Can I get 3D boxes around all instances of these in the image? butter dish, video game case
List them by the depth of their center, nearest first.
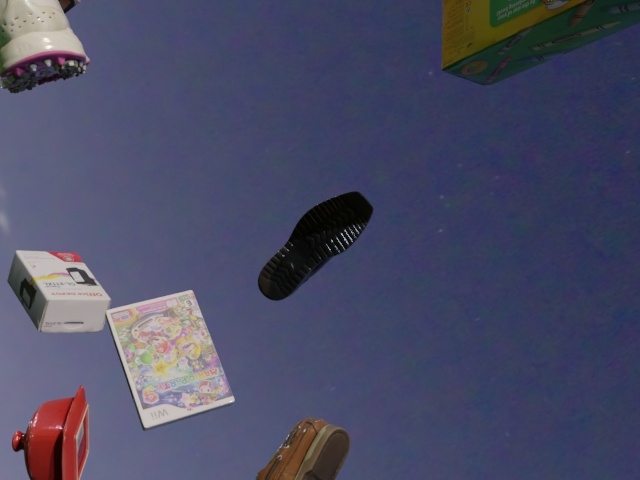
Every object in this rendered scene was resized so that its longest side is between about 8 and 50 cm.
[{"bbox_3d":[-0.141,0.109,0.828,0.122,0.087,0.011,65,-28,24],"label":"video game case"},{"bbox_3d":[-0.460,0.342,1.502,0.160,0.118,0.160,-96,-168,-67],"label":"butter dish"}]

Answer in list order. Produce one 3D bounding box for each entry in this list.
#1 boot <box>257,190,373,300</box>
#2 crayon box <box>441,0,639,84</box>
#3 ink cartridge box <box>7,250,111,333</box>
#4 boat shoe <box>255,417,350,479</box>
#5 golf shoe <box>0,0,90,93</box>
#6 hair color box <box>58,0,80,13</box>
[{"bbox_3d":[0.000,0.000,1.294,0.198,0.137,0.077,-39,-94,13],"label":"boot"},{"bbox_3d":[0.254,-0.296,0.991,0.278,0.081,0.165,-15,-111,56],"label":"crayon box"},{"bbox_3d":[-0.485,0.093,1.650,0.175,0.127,0.072,41,-63,42],"label":"ink cartridge box"},{"bbox_3d":[-0.066,0.453,1.573,0.104,0.307,0.110,11,-38,43],"label":"boat shoe"},{"bbox_3d":[-0.347,-0.255,1.068,0.306,0.115,0.140,13,-58,69],"label":"golf shoe"},{"bbox_3d":[-0.554,-0.502,1.763,0.072,0.141,0.043,-31,-117,20],"label":"hair color box"}]
